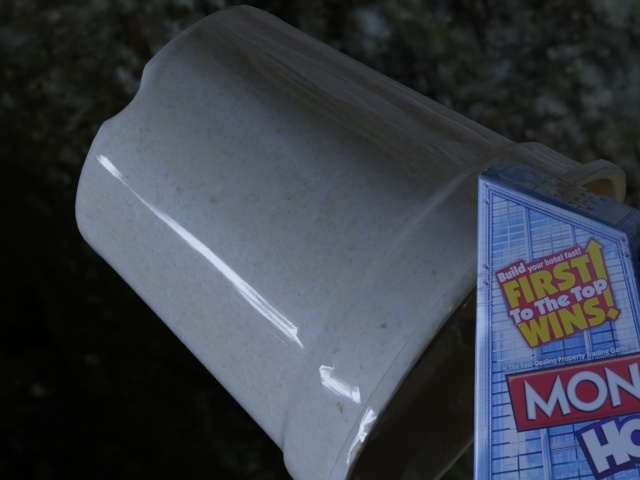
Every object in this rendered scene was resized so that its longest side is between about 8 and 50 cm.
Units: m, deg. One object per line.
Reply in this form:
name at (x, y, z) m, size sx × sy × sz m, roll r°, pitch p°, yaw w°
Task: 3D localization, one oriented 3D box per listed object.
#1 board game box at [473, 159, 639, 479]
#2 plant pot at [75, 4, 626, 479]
board game box at (0.139, 0.053, 0.754) m, size 0.060 × 0.194 × 0.194 m, roll -26°, pitch -76°, yaw -71°
plant pot at (0.000, 0.000, 1.341) m, size 0.305 × 0.334 × 0.334 m, roll 37°, pitch -140°, yaw 18°
